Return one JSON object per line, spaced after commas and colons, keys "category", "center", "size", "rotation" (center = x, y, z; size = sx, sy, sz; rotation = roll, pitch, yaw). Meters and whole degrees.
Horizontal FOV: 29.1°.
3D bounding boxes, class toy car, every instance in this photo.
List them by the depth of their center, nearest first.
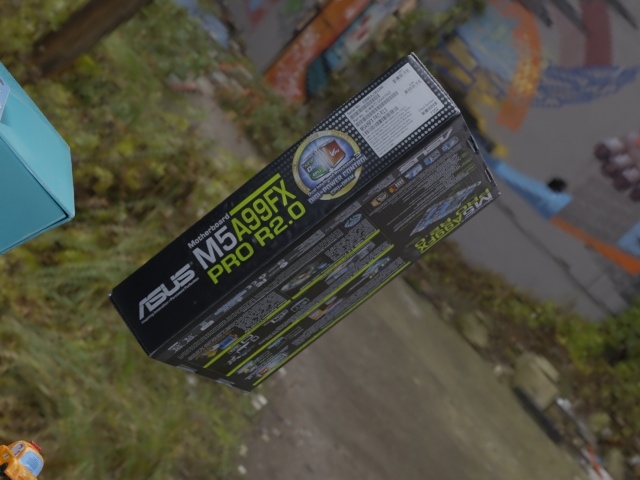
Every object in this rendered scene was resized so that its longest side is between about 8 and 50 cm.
{"category": "toy car", "center": [-0.238, 0.222, 1.093], "size": [0.122, 0.040, 0.060], "rotation": [47, -14, -12]}

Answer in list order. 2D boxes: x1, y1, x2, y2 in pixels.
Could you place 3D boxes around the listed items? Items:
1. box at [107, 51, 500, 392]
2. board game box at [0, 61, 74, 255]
{"category": "box", "center": [0.000, 0.000, 0.923], "size": [0.060, 0.270, 0.216], "rotation": [53, 5, 19]}
{"category": "board game box", "center": [-0.327, -0.087, 0.630], "size": [0.336, 0.253, 0.079], "rotation": [56, 10, -38]}
